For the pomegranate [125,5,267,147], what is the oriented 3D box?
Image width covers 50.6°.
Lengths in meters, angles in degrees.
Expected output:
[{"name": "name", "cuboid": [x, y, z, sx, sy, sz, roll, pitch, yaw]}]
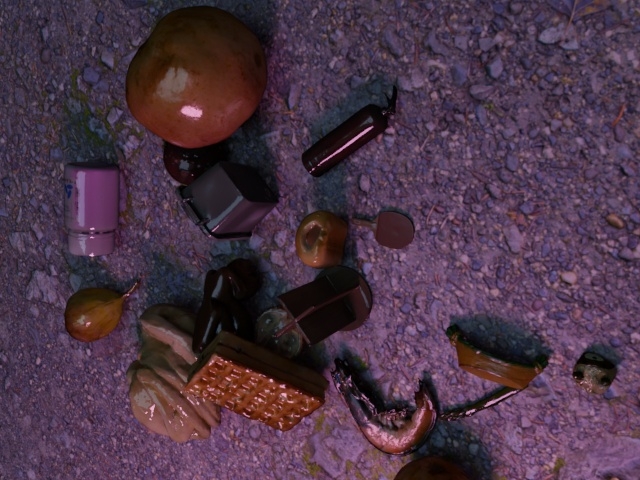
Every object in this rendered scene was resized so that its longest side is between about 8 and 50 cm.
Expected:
[{"name": "pomegranate", "cuboid": [-0.276, -0.367, 1.589, 0.339, 0.338, 0.337, 6, 102, 28]}]

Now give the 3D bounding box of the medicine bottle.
[{"name": "medicine bottle", "cuboid": [-0.650, -0.091, 1.923, 0.152, 0.152, 0.254, 12, 104, 27]}]

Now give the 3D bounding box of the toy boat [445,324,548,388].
[{"name": "toy boat", "cuboid": [0.371, 0.253, 1.466, 0.230, 0.089, 0.088, 16, 69, 24]}]

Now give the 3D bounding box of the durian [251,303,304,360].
[{"name": "durian", "cuboid": [-0.111, 0.249, 1.716, 0.148, 0.091, 0.188, 44, 95, 7]}]

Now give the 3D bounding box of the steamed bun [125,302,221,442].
[{"name": "steamed bun", "cuboid": [-0.397, 0.369, 1.828, 0.325, 0.230, 0.371, 22, 111, 28]}]

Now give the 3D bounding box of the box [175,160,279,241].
[{"name": "box", "cuboid": [-0.215, -0.099, 1.639, 0.135, 0.243, 0.163, -39, 78, 17]}]

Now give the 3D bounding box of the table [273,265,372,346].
[{"name": "table", "cuboid": [-0.004, 0.159, 1.565, 0.167, 0.227, 0.166, 6, 102, 29]}]

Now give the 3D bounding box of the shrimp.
[{"name": "shrimp", "cuboid": [0.153, 0.375, 1.616, 0.222, 0.054, 0.290, -43, 81, 29]}]

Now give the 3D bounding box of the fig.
[{"name": "fig", "cuboid": [-0.631, 0.188, 1.988, 0.257, 0.159, 0.159, -34, 82, 10]}]

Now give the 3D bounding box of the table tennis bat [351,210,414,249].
[{"name": "table tennis bat", "cuboid": [0.144, -0.030, 1.574, 0.157, 0.013, 0.086, 14, 108, 25]}]

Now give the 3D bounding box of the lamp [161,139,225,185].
[{"name": "lamp", "cuboid": [-0.321, -0.205, 1.734, 0.134, 0.157, 0.157, 92, 165, -54]}]

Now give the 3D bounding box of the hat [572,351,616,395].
[{"name": "hat", "cuboid": [0.554, 0.276, 1.376, 0.077, 0.059, 0.076, 30, 117, 17]}]

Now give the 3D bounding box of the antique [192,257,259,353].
[{"name": "antique", "cuboid": [-0.229, 0.171, 1.729, 0.121, 0.144, 0.256, -13, 65, 63]}]

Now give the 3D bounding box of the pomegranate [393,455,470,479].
[{"name": "pomegranate", "cuboid": [0.252, 0.591, 1.520, 0.207, 0.207, 0.206, 6, 102, 28]}]

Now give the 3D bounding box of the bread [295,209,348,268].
[{"name": "bread", "cuboid": [-0.001, -0.001, 1.563, 0.085, 0.173, 0.134, 11, 85, 19]}]

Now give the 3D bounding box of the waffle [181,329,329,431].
[{"name": "waffle", "cuboid": [-0.157, 0.352, 1.661, 0.308, 0.091, 0.213, 28, 134, -16]}]

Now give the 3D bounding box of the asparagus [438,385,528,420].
[{"name": "asparagus", "cuboid": [0.365, 0.362, 1.512, 0.236, 0.027, 0.034, -35, 110, 30]}]

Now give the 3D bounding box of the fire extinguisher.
[{"name": "fire extinguisher", "cuboid": [0.073, -0.248, 1.544, 0.268, 0.072, 0.089, -33, 46, 30]}]
